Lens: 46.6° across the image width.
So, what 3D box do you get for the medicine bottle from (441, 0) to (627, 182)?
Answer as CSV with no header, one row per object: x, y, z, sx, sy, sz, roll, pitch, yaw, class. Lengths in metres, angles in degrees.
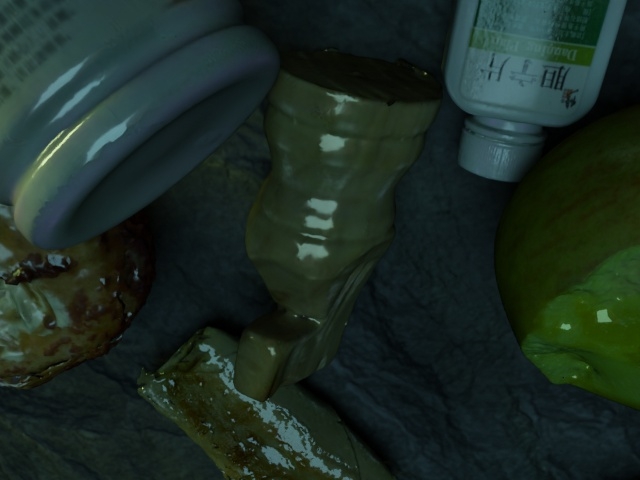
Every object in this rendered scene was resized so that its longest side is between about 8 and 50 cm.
0.154,-0.141,0.563,0.119,0.069,0.183,9,116,0,medicine bottle

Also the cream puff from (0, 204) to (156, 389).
-0.258,0.001,0.621,0.239,0.164,0.240,2,128,2,cream puff

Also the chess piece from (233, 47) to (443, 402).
0.000,0.000,0.617,0.137,0.137,0.301,12,118,0,chess piece

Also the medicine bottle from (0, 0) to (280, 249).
-0.197,-0.172,0.475,0.202,0.202,0.316,-40,91,20,medicine bottle

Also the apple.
0.246,0.025,0.529,0.226,0.246,0.246,-17,112,18,apple

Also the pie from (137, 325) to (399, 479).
-0.049,0.194,0.735,0.282,0.068,0.128,41,111,-12,pie
